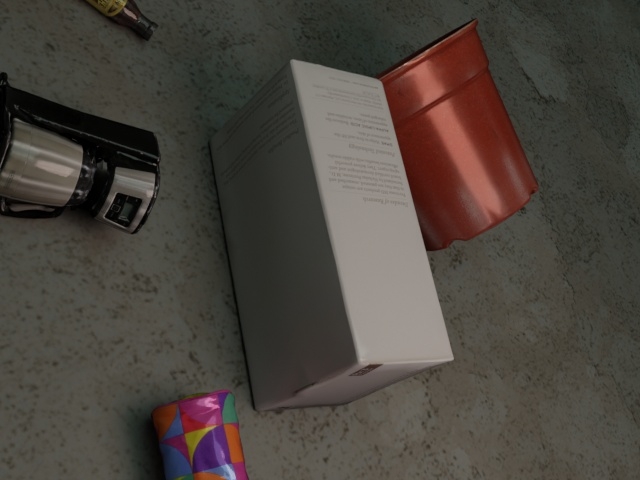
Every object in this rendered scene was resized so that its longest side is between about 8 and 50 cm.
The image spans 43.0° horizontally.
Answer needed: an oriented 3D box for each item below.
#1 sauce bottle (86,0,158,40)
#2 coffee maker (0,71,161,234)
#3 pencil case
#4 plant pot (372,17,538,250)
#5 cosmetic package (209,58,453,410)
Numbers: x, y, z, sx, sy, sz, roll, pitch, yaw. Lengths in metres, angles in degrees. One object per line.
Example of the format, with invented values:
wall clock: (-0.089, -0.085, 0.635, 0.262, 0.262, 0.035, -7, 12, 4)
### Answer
sauce bottle: (-0.274, -0.315, 1.076, 0.128, 0.042, 0.042, 34, 50, -19)
coffee maker: (-0.276, -0.101, 0.906, 0.178, 0.120, 0.171, 16, 57, -33)
pencil case: (-0.112, 0.279, 0.854, 0.104, 0.104, 0.236, 0, 69, -39)
plant pot: (0.174, -0.144, 1.217, 0.272, 0.272, 0.265, -40, 103, -44)
cosmetic package: (0.000, 0.000, 1.013, 0.156, 0.217, 0.385, 2, 68, -38)
